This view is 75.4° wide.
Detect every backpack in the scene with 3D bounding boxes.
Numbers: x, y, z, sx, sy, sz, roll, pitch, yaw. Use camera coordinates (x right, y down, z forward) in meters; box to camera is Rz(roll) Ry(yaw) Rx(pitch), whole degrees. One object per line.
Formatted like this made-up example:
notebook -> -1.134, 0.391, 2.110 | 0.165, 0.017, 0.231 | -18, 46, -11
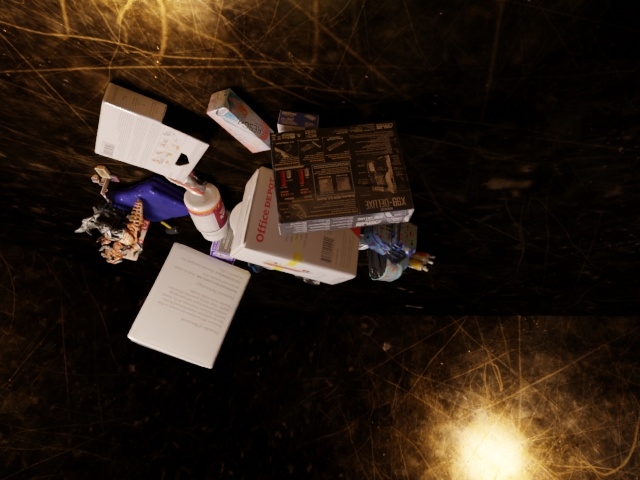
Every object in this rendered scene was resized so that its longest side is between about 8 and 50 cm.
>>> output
backpack -> 0.248, -0.020, 1.495 | 0.174, 0.158, 0.117 | 28, 145, -19
backpack -> 0.270, 0.074, 1.673 | 0.145, 0.188, 0.166 | 15, 158, -20

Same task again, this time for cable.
cable -> 0.352, 0.059, 1.798 | 0.288, 0.139, 0.072 | 19, 128, 23

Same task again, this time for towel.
towel -> -0.625, -0.151, 1.562 | 0.309, 0.076, 0.228 | -6, 160, 36

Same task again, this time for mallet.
mallet -> -0.710, -0.080, 1.839 | 0.063, 0.039, 0.190 | -8, 151, 28

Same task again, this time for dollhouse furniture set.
dollhouse furniture set -> -0.776, -0.206, 1.442 | 0.091, 0.081, 0.114 | 8, 160, -3

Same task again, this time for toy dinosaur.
toy dinosaur -> -0.739, -0.045, 1.531 | 0.219, 0.322, 0.164 | 37, -169, -18

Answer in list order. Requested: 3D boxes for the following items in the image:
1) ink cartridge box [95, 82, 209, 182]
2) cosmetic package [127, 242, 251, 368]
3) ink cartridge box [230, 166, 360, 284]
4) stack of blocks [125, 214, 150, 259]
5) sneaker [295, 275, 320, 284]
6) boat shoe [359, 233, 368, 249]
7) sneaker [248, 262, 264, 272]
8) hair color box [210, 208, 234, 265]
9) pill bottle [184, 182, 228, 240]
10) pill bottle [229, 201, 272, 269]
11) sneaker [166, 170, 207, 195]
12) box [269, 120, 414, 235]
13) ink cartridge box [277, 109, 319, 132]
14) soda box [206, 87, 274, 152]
ink cartridge box -> -0.470, -0.281, 1.151 | 0.262, 0.066, 0.296 | 18, 158, -27
cosmetic package -> -0.528, 0.280, 1.698 | 0.328, 0.393, 0.329 | 24, 158, -11
ink cartridge box -> -0.072, -0.039, 1.362 | 0.385, 0.278, 0.160 | 17, 159, -23
stack of blocks -> -0.824, -0.006, 1.792 | 0.087, 0.170, 0.297 | 19, 169, -26
sneaker -> -0.087, 0.046, 1.555 | 0.123, 0.146, 0.330 | 11, 162, 32
boat shoe -> 0.121, -0.005, 1.684 | 0.184, 0.065, 0.083 | -1, 159, 36
sneaker -> -0.342, 0.116, 2.214 | 0.078, 0.066, 0.188 | -17, 154, 5
hair color box -> -0.403, 0.016, 1.763 | 0.110, 0.185, 0.339 | 16, 158, -14
pill bottle -> -0.404, -0.097, 1.494 | 0.122, 0.121, 0.221 | 6, 149, 4
pill bottle -> -0.218, -0.022, 1.590 | 0.188, 0.187, 0.334 | 3, 160, 13
sneaker -> -0.445, -0.212, 1.368 | 0.158, 0.064, 0.061 | 30, -164, -14
box -> 0.044, -0.150, 0.975 | 0.308, 0.242, 0.076 | -7, 159, -3
ink cartridge box -> -0.056, -0.257, 1.095 | 0.098, 0.046, 0.207 | 8, 160, 1
soda box -> -0.194, -0.293, 1.032 | 0.063, 0.058, 0.183 | -4, 157, 30
